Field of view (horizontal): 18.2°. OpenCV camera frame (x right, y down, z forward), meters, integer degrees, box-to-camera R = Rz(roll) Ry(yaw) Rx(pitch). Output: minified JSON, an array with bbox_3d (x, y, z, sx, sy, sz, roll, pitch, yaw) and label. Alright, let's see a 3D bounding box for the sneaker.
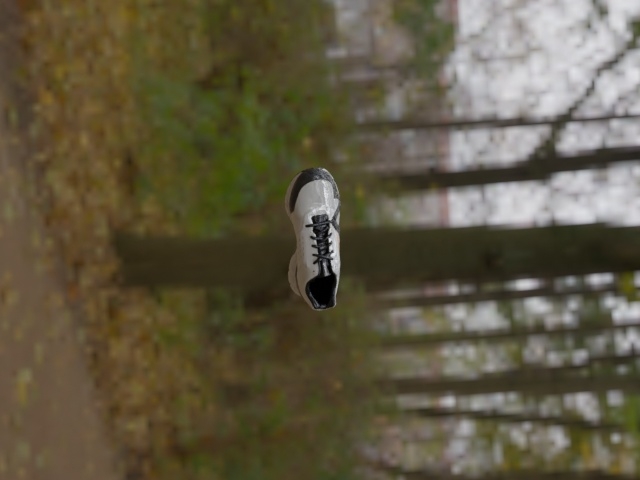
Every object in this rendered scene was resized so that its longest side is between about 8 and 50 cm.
[{"bbox_3d":[0.000,0.000,1.395,0.044,0.040,0.109,-122,-155,-56],"label":"sneaker"}]
